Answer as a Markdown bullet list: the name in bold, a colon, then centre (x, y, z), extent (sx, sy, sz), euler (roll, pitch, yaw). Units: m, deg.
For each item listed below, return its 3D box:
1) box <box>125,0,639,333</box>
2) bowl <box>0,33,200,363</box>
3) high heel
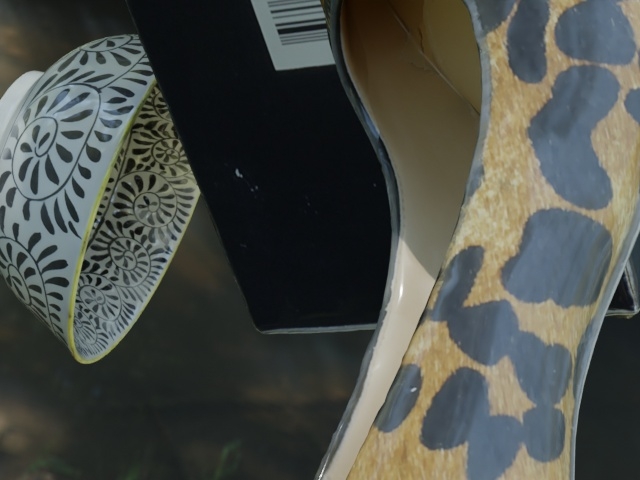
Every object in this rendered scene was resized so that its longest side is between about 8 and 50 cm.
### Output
- **box**: centre (0.046, -0.188, 0.807), extent (0.179, 0.343, 0.312), euler (-4, 33, 25)
- **bowl**: centre (-0.115, -0.034, 0.901), extent (0.080, 0.170, 0.170), euler (22, 30, 9)
- **high heel**: centre (0.000, 0.000, 0.419), extent (0.186, 0.093, 0.261), euler (-26, 66, -19)
